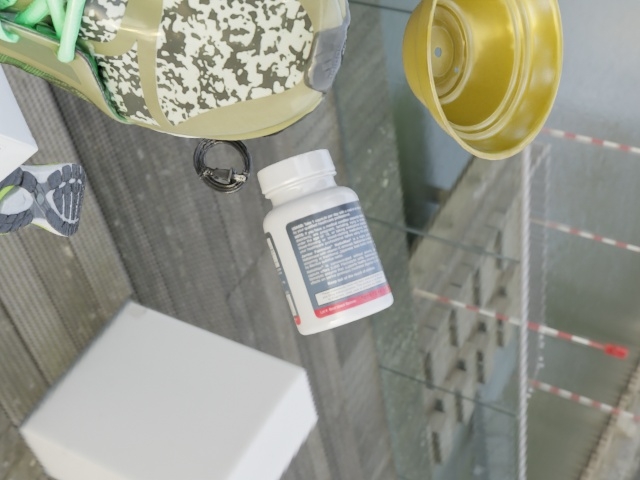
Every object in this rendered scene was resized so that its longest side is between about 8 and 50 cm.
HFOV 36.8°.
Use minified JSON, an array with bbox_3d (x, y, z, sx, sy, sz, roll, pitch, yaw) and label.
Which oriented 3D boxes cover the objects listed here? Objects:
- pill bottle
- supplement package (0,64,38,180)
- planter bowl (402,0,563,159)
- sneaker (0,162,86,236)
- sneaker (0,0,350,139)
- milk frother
[{"bbox_3d":[0.000,0.000,1.023,0.108,0.108,0.180,-17,87,-59],"label":"pill bottle"},{"bbox_3d":[-0.414,-0.082,0.900,0.244,0.139,0.134,-36,157,16],"label":"supplement package"},{"bbox_3d":[0.148,-0.192,0.974,0.217,0.090,0.217,-8,102,-41],"label":"planter bowl"},{"bbox_3d":[-0.428,-0.068,1.339,0.300,0.121,0.111,7,93,-74],"label":"sneaker"},{"bbox_3d":[-0.186,-0.151,0.525,0.182,0.410,0.158,-34,142,-64],"label":"sneaker"},{"bbox_3d":[-0.108,-0.129,1.016,0.135,0.129,0.143,9,78,-59],"label":"milk frother"}]
